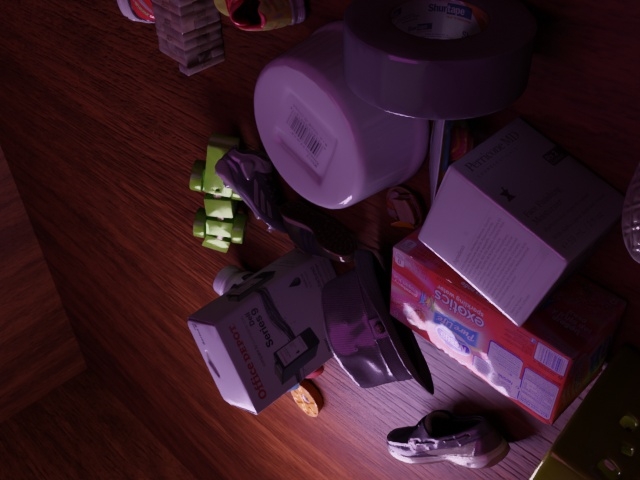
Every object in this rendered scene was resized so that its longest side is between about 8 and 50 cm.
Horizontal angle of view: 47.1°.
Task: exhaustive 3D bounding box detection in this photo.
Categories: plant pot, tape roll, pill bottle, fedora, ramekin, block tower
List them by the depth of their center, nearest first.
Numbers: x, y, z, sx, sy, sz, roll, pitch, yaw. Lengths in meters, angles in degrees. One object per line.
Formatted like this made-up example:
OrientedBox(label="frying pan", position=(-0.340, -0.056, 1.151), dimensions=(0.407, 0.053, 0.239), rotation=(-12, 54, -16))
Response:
OrientedBox(label="tape roll", position=(0.135, -0.227, 0.855), dimensions=(0.219, 0.219, 0.072), rotation=(33, 142, 34))
OrientedBox(label="plant pot", position=(0.411, 0.322, 0.983), dimensions=(0.207, 0.227, 0.228), rotation=(35, 143, 22))
OrientedBox(label="ramekin", position=(0.021, -0.184, 1.136), dimensions=(0.277, 0.135, 0.277), rotation=(34, 142, 32))
OrientedBox(label="fedora", position=(0.084, 0.157, 1.268), dimensions=(0.275, 0.124, 0.244), rotation=(64, -170, -10))
OrientedBox(label="block tower", position=(-0.242, -0.466, 1.287), dimensions=(0.097, 0.091, 0.335), rotation=(35, 142, 33))
OrientedBox(label="pill bottle", position=(-0.160, 0.139, 1.712), dimensions=(0.193, 0.108, 0.108), rotation=(36, 143, 31))

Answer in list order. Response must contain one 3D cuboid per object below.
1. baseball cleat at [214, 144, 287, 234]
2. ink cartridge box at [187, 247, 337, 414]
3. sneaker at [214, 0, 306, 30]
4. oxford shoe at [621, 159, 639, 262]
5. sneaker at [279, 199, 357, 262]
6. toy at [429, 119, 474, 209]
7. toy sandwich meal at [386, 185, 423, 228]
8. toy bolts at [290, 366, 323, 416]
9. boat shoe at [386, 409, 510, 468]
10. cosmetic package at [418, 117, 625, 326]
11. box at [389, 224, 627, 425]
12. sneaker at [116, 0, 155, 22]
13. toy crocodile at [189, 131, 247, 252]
OrientedBox(label="baseball cleat", position=(-0.111, -0.103, 1.458), dimensions=(0.206, 0.072, 0.109), rotation=(41, 111, -19))
OrientedBox(label="ink cartridge box", position=(-0.087, 0.175, 1.467), dimensions=(0.121, 0.289, 0.211), rotation=(2, 120, 54))
OrientedBox(label="sneaker", position=(-0.121, -0.383, 1.190), dimensions=(0.208, 0.094, 0.081), rotation=(23, 137, 45))
OrientedBox(label="oxford shoe", position=(0.416, -0.147, 0.644), dimensions=(0.130, 0.169, 0.449), rotation=(7, 130, -5))
OrientedBox(label="sneaker", position=(0.000, 0.000, 1.413), dimensions=(0.192, 0.064, 0.086), rotation=(35, 150, 32))
OrientedBox(label="toy", position=(0.179, -0.145, 0.996), dimensions=(0.056, 0.137, 0.237), rotation=(1, 131, 7))
OrientedBox(label="toy sandwich meal", position=(0.134, -0.050, 1.203), dimensions=(0.085, 0.029, 0.086), rotation=(35, 143, 32))
OrientedBox(label="toy bolts", position=(-0.096, 0.360, 1.777), dimensions=(0.218, 0.158, 0.228), rotation=(53, 149, 5))
OrientedBox(label="boat shoe", position=(0.228, 0.368, 1.398), dimensions=(0.285, 0.103, 0.092), rotation=(-14, 102, 54))
OrientedBox(label="cosmetic package", position=(0.254, -0.025, 0.941), dimensions=(0.183, 0.151, 0.151), rotation=(43, 146, 19))
OrientedBox(label="box", position=(0.256, 0.099, 1.061), dimensions=(0.300, 0.142, 0.154), rotation=(34, 142, 34))
OrientedBox(label="sneaker", position=(-0.334, -0.545, 1.363), dimensions=(0.118, 0.107, 0.279), rotation=(8, 130, 29))
OrientedBox(label="toy crocodile", position=(-0.214, -0.096, 1.587), dimensions=(0.115, 0.105, 0.341), rotation=(8, 135, 1))
